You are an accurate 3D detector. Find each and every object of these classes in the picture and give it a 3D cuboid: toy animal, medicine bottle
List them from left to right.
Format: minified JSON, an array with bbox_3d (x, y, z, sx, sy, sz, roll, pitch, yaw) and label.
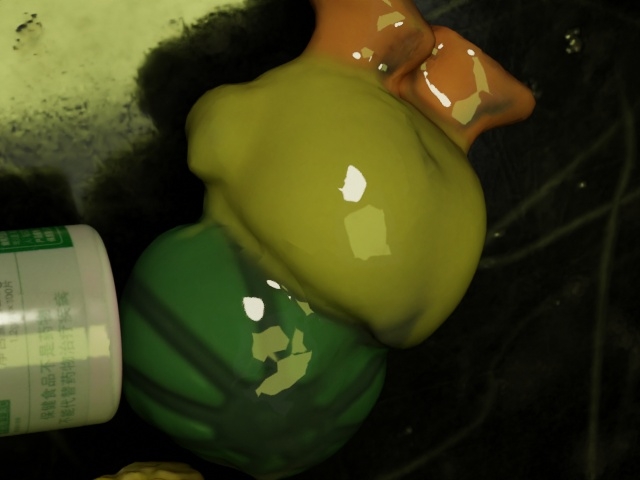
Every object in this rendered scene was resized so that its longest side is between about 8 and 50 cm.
[{"bbox_3d":[-0.269,0.065,0.861,0.274,0.133,0.133,-6,111,-17],"label":"medicine bottle"},{"bbox_3d":[0.000,0.002,0.899,0.216,0.191,0.338,28,97,-32],"label":"toy animal"}]

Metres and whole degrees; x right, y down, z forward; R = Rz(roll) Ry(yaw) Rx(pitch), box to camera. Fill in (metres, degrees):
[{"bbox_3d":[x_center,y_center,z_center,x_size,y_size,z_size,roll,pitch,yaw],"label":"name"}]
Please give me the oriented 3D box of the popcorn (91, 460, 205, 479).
[{"bbox_3d":[-0.090,0.264,0.967,0.226,0.200,0.203,1,103,-19],"label":"popcorn"}]
